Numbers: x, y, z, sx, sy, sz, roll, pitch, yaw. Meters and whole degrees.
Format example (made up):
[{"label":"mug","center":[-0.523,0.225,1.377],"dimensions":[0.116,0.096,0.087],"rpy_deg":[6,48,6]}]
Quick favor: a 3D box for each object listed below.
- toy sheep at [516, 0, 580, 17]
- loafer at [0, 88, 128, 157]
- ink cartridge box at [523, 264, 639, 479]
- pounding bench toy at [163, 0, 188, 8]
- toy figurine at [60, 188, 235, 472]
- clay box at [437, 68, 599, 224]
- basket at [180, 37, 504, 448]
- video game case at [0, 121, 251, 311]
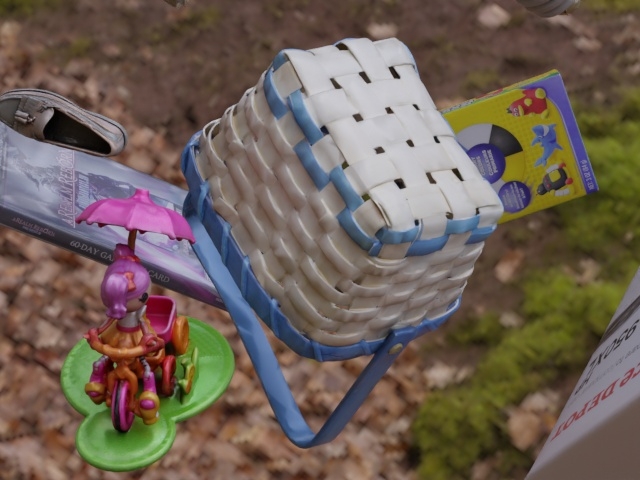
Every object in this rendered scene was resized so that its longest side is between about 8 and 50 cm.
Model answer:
[{"label":"toy sheep","center":[0.256,-0.308,1.834],"dimensions":[0.132,0.091,0.091],"rpy_deg":[41,7,-30]},{"label":"loafer","center":[-0.238,-0.106,1.443],"dimensions":[0.125,0.045,0.039],"rpy_deg":[17,19,-1]},{"label":"ink cartridge box","center":[0.361,0.052,1.274],"dimensions":[0.166,0.285,0.395],"rpy_deg":[35,55,0]},{"label":"pounding bench toy","center":[-0.140,-0.280,1.620],"dimensions":[0.052,0.065,0.083],"rpy_deg":[35,-15,8]},{"label":"toy figurine","center":[-0.135,0.048,1.122],"dimensions":[0.130,0.159,0.173],"rpy_deg":[3,37,9]},{"label":"clay box","center":[0.155,-0.075,1.605],"dimensions":[0.053,0.222,0.127],"rpy_deg":[-76,146,-79]},{"label":"basket","center":[0.000,0.000,1.271],"dimensions":[0.201,0.289,0.254],"rpy_deg":[-10,63,-42]},{"label":"video game case","center":[-0.200,-0.027,1.550],"dimensions":[0.274,0.026,0.196],"rpy_deg":[23,22,-20]}]
